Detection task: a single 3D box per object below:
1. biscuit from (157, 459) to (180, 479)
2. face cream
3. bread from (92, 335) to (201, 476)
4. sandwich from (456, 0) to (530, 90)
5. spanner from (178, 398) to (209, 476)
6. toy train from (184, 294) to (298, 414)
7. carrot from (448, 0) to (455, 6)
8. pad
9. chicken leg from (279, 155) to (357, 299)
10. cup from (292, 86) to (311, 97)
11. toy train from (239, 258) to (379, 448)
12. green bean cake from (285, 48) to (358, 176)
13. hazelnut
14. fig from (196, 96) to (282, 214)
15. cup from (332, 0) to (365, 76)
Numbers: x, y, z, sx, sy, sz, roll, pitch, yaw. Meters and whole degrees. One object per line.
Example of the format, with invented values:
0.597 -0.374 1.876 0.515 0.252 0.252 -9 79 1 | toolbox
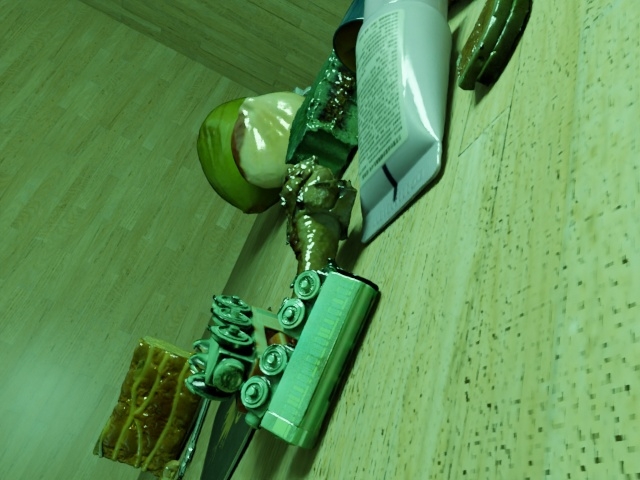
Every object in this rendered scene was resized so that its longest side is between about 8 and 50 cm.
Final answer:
-0.323 0.525 1.082 0.144 0.033 0.224 140 152 -73 | biscuit
0.080 -0.146 0.558 0.154 0.096 0.273 136 145 -58 | face cream
-0.371 0.373 1.284 0.114 0.185 0.274 -148 81 -81 | bread
0.133 -0.162 0.446 0.101 0.026 0.069 -64 10 1 | sandwich
-0.246 0.356 1.188 0.302 0.017 0.071 -81 15 -59 | spanner
-0.063 0.110 0.553 0.176 0.118 0.074 -139 69 -76 | toy train
0.150 -0.304 0.669 0.061 0.061 0.209 -62 13 12 | carrot
-0.141 0.217 0.838 0.315 0.063 0.375 -62 10 11 | pad
0.000 -0.007 0.576 0.196 0.080 0.125 -92 -1 -58 | chicken leg
-0.025 -0.363 1.575 0.128 0.129 0.095 -52 21 40 | cup
-0.009 0.085 0.450 0.148 0.071 0.038 -66 -29 -11 | toy train
0.027 -0.217 0.946 0.193 0.107 0.208 -55 13 30 | green bean cake
-0.110 -0.262 1.429 0.261 0.241 0.261 -34 18 13 | hazelnut
-0.200 -0.251 1.707 0.343 0.343 0.343 -61 10 18 | fig
0.089 -0.317 0.843 0.138 0.113 0.150 -66 11 -25 | cup
